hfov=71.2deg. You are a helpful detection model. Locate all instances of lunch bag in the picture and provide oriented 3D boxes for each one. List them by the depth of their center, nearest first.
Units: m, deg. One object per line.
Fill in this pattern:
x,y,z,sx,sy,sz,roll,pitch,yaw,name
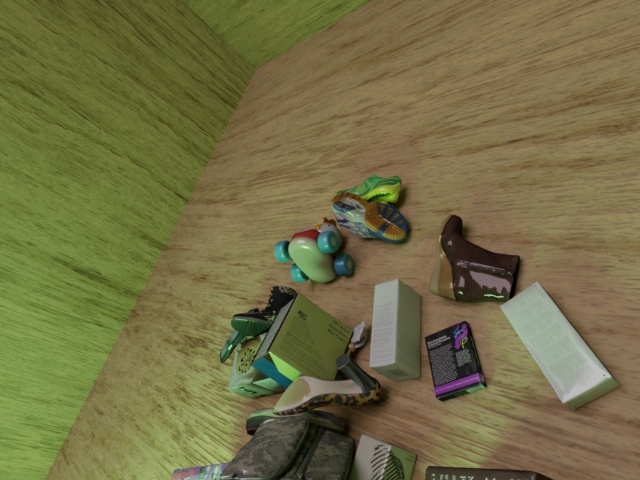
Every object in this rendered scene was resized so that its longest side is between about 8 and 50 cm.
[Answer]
-0.079,0.536,0.985,0.255,0.305,0.213,16,99,12,lunch bag

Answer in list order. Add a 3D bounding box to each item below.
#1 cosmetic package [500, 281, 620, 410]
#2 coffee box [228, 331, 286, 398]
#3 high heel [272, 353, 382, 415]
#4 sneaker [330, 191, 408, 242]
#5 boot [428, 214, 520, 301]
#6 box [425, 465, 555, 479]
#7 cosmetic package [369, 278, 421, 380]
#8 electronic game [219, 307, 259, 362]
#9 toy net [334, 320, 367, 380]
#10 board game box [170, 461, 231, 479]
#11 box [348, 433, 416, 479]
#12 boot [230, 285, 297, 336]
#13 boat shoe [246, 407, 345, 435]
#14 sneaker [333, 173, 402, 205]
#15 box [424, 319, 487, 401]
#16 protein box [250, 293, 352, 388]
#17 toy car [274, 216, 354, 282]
0.471,0.204,0.899,0.099,0.060,0.239,-42,36,22,cosmetic package
-0.151,0.394,1.445,0.297,0.118,0.168,-26,43,37,coffee box
0.023,0.412,1.134,0.261,0.186,0.093,-35,27,13,high heel
0.166,-0.057,1.468,0.111,0.131,0.296,-40,50,-24,sneaker
0.397,0.042,1.132,0.206,0.090,0.249,-1,59,37,boot
0.306,0.491,0.762,0.203,0.167,0.169,-22,46,39,box
0.197,0.230,1.162,0.085,0.117,0.231,-22,45,37,cosmetic package
-0.295,0.347,1.641,0.229,0.048,0.229,-56,-1,-1,electronic game
0.071,0.337,1.297,0.232,0.045,0.122,-55,10,-4,toy net
-0.236,0.671,1.238,0.346,0.208,0.056,-26,44,35,board game box
0.112,0.583,0.975,0.094,0.113,0.275,-3,61,48,box
-0.185,0.241,1.550,0.179,0.236,0.085,-95,15,-48,boot
-0.090,0.543,1.237,0.355,0.132,0.130,-20,49,41,boat shoe
0.167,-0.158,1.558,0.295,0.109,0.124,-4,40,48,sneaker
0.314,0.282,1.054,0.116,0.029,0.162,-31,42,30,box
-0.050,0.302,1.264,0.136,0.199,0.201,-42,15,48,protein box
0.000,0.000,1.542,0.219,0.210,0.238,-12,39,32,toy car
